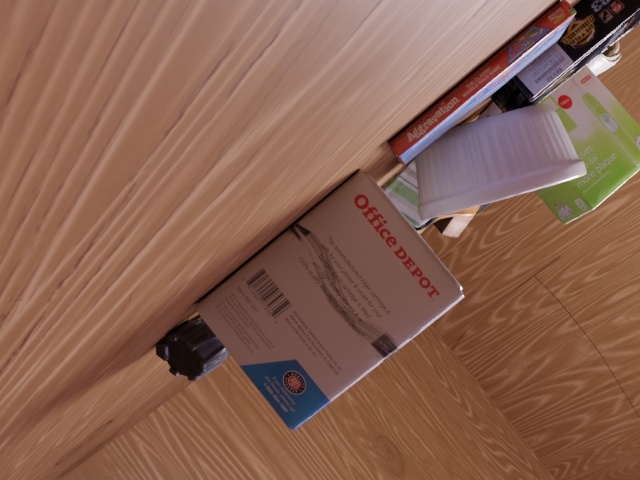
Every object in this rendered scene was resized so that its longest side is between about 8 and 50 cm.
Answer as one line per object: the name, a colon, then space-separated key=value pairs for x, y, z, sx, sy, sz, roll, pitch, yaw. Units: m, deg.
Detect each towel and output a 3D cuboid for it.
towel: x=0.191 y=-0.097 z=1.375 sx=0.152 sy=0.113 sz=0.023 roll=-45 pitch=-163 yaw=41

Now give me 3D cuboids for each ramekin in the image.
ramekin: x=0.279 y=-0.128 z=1.180 sx=0.273 sy=0.127 sz=0.273 roll=-15 pitch=180 yaw=0

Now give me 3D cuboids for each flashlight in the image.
flashlight: x=-0.125 y=0.134 z=1.206 sx=0.103 sy=0.103 sz=0.304 roll=-41 pitch=175 yaw=35

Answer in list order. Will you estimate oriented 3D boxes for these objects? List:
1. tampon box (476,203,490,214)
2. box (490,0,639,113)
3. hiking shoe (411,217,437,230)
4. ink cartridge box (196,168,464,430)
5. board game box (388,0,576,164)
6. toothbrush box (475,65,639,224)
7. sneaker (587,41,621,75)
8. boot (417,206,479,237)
tampon box: x=0.374 y=-0.159 z=1.785 sx=0.101 sy=0.161 sz=0.120 roll=-41 pitch=176 yaw=30
box: x=0.420 y=-0.323 z=1.175 sx=0.293 sy=0.073 sz=0.295 roll=-38 pitch=176 yaw=8
hiking shoe: x=0.232 y=-0.117 z=1.451 sx=0.304 sy=0.113 sz=0.132 roll=-37 pitch=-176 yaw=44
ink cartridge box: x=0.017 y=0.081 z=1.044 sx=0.307 sy=0.223 sz=0.129 roll=-39 pitch=176 yaw=7
board game box: x=0.213 y=-0.206 z=0.986 sx=0.281 sy=0.027 sz=0.145 roll=-39 pitch=176 yaw=8
toothbrush box: x=0.489 y=-0.209 z=1.445 sx=0.206 sy=0.283 sz=0.122 roll=-37 pitch=174 yaw=-16
sneaker: x=0.675 y=-0.431 z=1.798 sx=0.169 sy=0.108 sz=0.292 roll=-38 pitch=175 yaw=33
boot: x=0.268 y=-0.122 z=1.636 sx=0.284 sy=0.109 sz=0.220 roll=10 pitch=117 yaw=-31
